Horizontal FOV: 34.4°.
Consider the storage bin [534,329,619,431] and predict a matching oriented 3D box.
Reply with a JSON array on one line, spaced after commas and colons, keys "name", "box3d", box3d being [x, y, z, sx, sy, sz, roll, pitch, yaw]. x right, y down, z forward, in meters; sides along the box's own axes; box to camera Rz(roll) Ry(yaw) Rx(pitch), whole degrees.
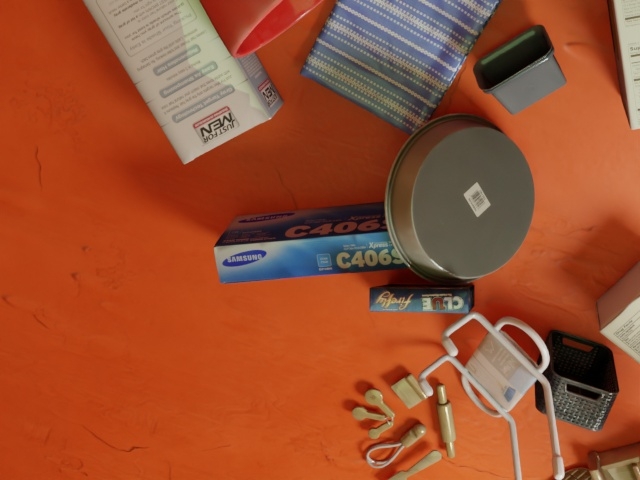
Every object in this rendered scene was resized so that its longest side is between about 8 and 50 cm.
[{"name": "storage bin", "box3d": [0.453, 0.247, 1.840, 0.122, 0.180, 0.084, 18, 113, 3]}]

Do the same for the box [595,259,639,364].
[{"name": "box", "box3d": [0.618, 0.155, 1.801, 0.232, 0.127, 0.148, 39, 114, -6]}]

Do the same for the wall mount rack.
[{"name": "wall mount rack", "box3d": [0.315, 0.291, 1.797, 0.304, 0.130, 0.350, 47, 156, 17]}]

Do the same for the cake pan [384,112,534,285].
[{"name": "cake pan", "box3d": [0.244, -0.066, 1.728, 0.293, 0.054, 0.293, -4, 98, -28]}]

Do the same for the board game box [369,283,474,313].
[{"name": "board game box", "box3d": [0.182, 0.100, 1.800, 0.165, 0.243, 0.042, 0, 89, 11]}]

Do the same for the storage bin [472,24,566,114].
[{"name": "storage bin", "box3d": [0.334, -0.278, 1.707, 0.135, 0.098, 0.091, -30, 131, 20]}]

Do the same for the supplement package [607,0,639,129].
[{"name": "supplement package", "box3d": [0.547, -0.334, 1.576, 0.198, 0.199, 0.262, -9, 109, 15]}]

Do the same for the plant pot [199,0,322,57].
[{"name": "plant pot", "box3d": [-0.109, -0.464, 1.630, 0.275, 0.275, 0.243, -38, 92, 22]}]

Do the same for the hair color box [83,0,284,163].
[{"name": "hair color box", "box3d": [-0.242, -0.342, 1.771, 0.185, 0.113, 0.374, -25, 104, 19]}]

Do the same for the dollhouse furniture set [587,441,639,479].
[{"name": "dollhouse furniture set", "box3d": [0.626, 0.510, 1.797, 0.257, 0.394, 0.362, -20, 107, 18]}]

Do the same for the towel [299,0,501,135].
[{"name": "towel", "box3d": [0.142, -0.363, 1.730, 0.243, 0.040, 0.336, 29, 114, -1]}]

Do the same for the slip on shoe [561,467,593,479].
[{"name": "slip on shoe", "box3d": [0.479, 0.491, 2.012, 0.135, 0.051, 0.041, -45, 138, 15]}]

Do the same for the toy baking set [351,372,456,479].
[{"name": "toy baking set", "box3d": [0.171, 0.375, 2.031, 0.197, 0.030, 0.256, -9, 109, 17]}]

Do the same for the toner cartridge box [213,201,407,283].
[{"name": "toner cartridge box", "box3d": [0.000, 0.000, 1.836, 0.348, 0.165, 0.075, -5, 109, 12]}]
